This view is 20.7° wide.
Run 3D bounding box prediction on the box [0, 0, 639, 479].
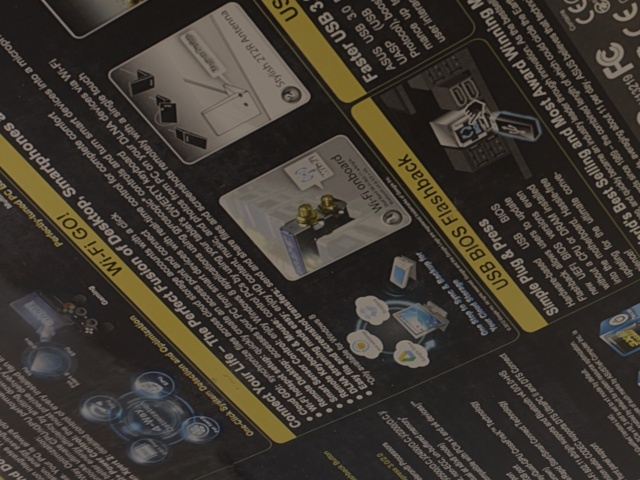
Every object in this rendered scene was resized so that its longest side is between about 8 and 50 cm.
[{"bbox_3d":[0.000,0.000,0.601,0.318,0.395,0.097,-28,37,19],"label":"box"}]
